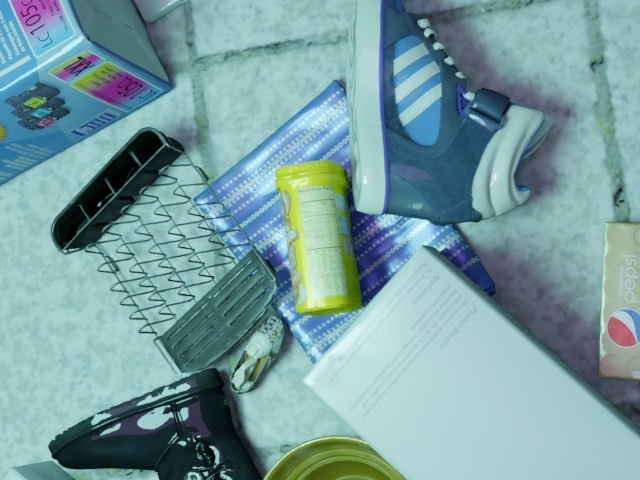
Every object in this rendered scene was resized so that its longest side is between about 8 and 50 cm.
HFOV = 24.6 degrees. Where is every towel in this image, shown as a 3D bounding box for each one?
[{"bbox_3d":[0.026,0.004,1.795,0.243,0.040,0.336,-39,78,9],"label":"towel"}]

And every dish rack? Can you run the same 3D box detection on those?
[{"bbox_3d":[-0.186,0.021,1.808,0.208,0.074,0.271,-44,72,21],"label":"dish rack"}]

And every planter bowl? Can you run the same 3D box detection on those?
[{"bbox_3d":[0.033,0.337,1.743,0.217,0.090,0.217,-1,87,16],"label":"planter bowl"}]

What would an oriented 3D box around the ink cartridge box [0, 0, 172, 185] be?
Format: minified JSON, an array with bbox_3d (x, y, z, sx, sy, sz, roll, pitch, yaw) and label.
[{"bbox_3d":[-0.419,-0.179,1.805,0.395,0.270,0.151,-26,77,12],"label":"ink cartridge box"}]

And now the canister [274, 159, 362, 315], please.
[{"bbox_3d":[0.000,0.000,1.724,0.073,0.126,0.170,-9,83,13],"label":"canister"}]

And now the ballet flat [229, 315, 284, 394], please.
[{"bbox_3d":[-0.080,0.144,1.795,0.041,0.041,0.114,34,114,14],"label":"ballet flat"}]

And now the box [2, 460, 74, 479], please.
[{"bbox_3d":[-0.344,0.401,1.826,0.181,0.119,0.182,36,96,15],"label":"box"}]

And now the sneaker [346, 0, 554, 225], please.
[{"bbox_3d":[0.155,-0.173,1.745,0.236,0.130,0.323,1,71,-5],"label":"sneaker"}]

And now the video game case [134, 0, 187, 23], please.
[{"bbox_3d":[-0.188,-0.427,1.886,0.206,0.026,0.227,-30,79,11],"label":"video game case"}]

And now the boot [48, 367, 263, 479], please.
[{"bbox_3d":[-0.196,0.295,1.804,0.246,0.094,0.207,-23,77,6],"label":"boot"}]

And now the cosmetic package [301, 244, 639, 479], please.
[{"bbox_3d":[0.194,0.205,1.657,0.385,0.156,0.217,44,96,6],"label":"cosmetic package"}]

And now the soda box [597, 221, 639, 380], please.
[{"bbox_3d":[0.356,0.070,1.692,0.061,0.058,0.181,3,88,15],"label":"soda box"}]
